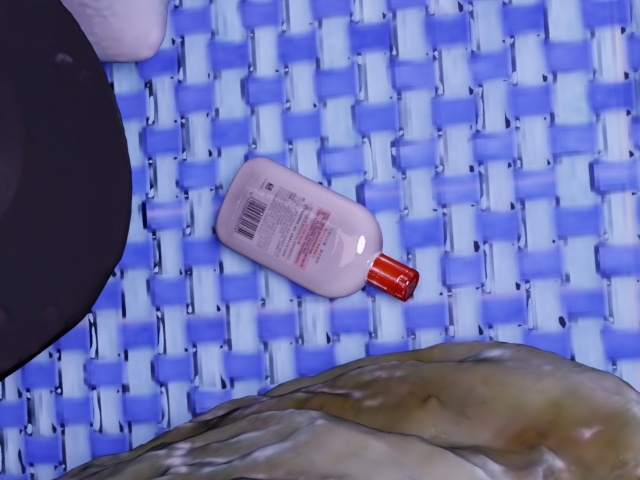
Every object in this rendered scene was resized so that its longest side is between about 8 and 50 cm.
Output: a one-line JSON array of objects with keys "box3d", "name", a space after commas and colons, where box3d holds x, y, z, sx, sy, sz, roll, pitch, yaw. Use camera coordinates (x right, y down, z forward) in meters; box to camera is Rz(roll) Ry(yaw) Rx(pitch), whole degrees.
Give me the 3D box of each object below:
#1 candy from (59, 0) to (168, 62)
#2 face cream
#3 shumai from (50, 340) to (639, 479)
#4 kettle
[{"box3d": [-0.139, -0.144, 0.776, 0.174, 0.071, 0.138, 6, 99, 22], "name": "candy"}, {"box3d": [0.000, 0.000, 0.745, 0.083, 0.021, 0.040, 28, 98, 20], "name": "face cream"}, {"box3d": [-0.032, 0.209, 0.592, 0.397, 0.323, 0.324, -26, 77, 19], "name": "shumai"}, {"box3d": [-0.216, 0.027, 0.743, 0.271, 0.207, 0.251, -34, 94, 43], "name": "kettle"}]
